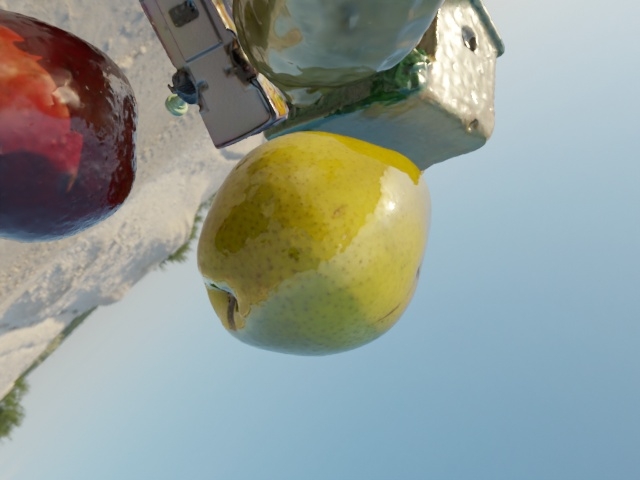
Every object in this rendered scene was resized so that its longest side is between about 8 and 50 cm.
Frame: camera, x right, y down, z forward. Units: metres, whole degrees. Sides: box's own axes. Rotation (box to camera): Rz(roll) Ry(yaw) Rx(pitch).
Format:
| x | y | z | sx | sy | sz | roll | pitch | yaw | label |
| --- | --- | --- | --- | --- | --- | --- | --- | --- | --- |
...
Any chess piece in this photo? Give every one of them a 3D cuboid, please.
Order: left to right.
| x | y | z | sx | sy | sz | roll | pitch | yaw | label |
| --- | --- | --- | --- | --- | --- | --- | --- | --- | --- |
| -0.239 | -0.263 | 1.050 | 0.093 | 0.042 | 0.042 | -31 | -164 | 40 | chess piece |

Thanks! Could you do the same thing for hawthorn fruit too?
| x | y | z | sx | sy | sz | roll | pitch | yaw | label |
| --- | --- | --- | --- | --- | --- | --- | --- | --- | --- |
| -0.360 | -0.128 | 0.650 | 0.265 | 0.265 | 0.307 | -40 | 154 | 19 | hawthorn fruit |

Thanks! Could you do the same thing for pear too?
| x | y | z | sx | sy | sz | roll | pitch | yaw | label |
| --- | --- | --- | --- | --- | --- | --- | --- | --- | --- |
| 0.000 | 0.000 | 0.962 | 0.418 | 0.363 | 0.362 | -25 | 180 | -31 | pear |

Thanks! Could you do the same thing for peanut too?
| x | y | z | sx | sy | sz | roll | pitch | yaw | label |
| --- | --- | --- | --- | --- | --- | --- | --- | --- | --- |
| 0.017 | -0.233 | 0.427 | 0.169 | 0.192 | 0.387 | -13 | 163 | -19 | peanut |

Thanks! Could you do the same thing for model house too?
| x | y | z | sx | sy | sz | roll | pitch | yaw | label |
| --- | --- | --- | --- | --- | --- | --- | --- | --- | --- |
| 0.135 | -0.331 | 1.178 | 0.382 | 0.334 | 0.343 | -14 | -119 | 48 | model house |

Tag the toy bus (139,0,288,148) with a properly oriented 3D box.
| x | y | z | sx | sy | sz | roll | pitch | yaw | label |
| --- | --- | --- | --- | --- | --- | --- | --- | --- | --- |
| -0.133 | -0.240 | 0.638 | 0.090 | 0.274 | 0.112 | -23 | -170 | 17 | toy bus |
